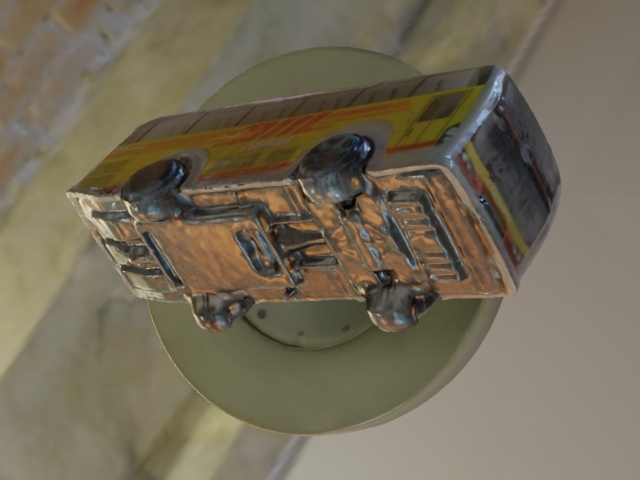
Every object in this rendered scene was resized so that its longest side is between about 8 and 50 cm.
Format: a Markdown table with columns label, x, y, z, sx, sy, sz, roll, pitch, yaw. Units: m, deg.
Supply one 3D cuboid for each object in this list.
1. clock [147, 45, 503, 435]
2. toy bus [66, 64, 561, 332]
| label | x | y | z | sx | sy | sz | roll | pitch | yaw |
| --- | --- | --- | --- | --- | --- | --- | --- | --- | --- |
| clock | 0.000 | 0.000 | 0.950 | 0.235 | 0.029 | 0.235 | -4 | -100 | 24 |
| toy bus | -0.007 | -0.021 | 0.781 | 0.268 | 0.092 | 0.106 | -4 | -143 | 44 |
